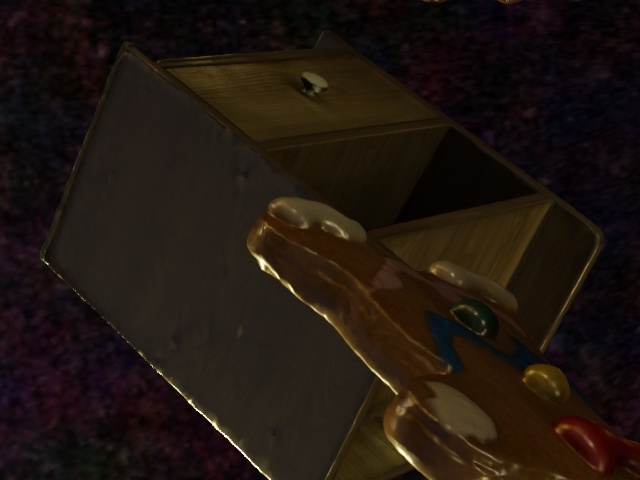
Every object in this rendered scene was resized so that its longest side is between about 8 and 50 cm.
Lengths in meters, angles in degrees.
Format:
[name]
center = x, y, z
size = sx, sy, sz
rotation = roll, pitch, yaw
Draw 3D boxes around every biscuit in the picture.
[biscuit]
center = 0.066, 0.057, 0.429
size = 0.031, 0.138, 0.205
rotation = -54, 39, 13

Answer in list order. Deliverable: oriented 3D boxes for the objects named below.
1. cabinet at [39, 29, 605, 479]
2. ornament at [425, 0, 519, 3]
[cabinet]
center = 0.000, 0.000, 0.808
size = 0.215, 0.175, 0.148
rotation = 40, 120, 27
[ornament]
center = 0.054, -0.261, 0.934
size = 0.235, 0.217, 0.221
rotation = -27, 110, -5
